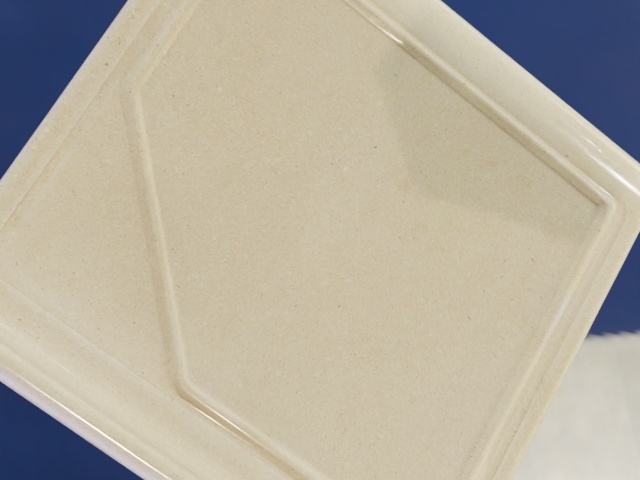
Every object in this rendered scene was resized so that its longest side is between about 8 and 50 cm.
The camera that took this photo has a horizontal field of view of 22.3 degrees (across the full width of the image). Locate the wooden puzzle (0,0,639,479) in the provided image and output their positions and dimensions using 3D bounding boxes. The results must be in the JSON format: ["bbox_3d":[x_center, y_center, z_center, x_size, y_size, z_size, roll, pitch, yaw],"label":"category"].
[{"bbox_3d":[0.000,0.000,0.609,0.221,0.044,0.239,37,-118,-14],"label":"wooden puzzle"}]
